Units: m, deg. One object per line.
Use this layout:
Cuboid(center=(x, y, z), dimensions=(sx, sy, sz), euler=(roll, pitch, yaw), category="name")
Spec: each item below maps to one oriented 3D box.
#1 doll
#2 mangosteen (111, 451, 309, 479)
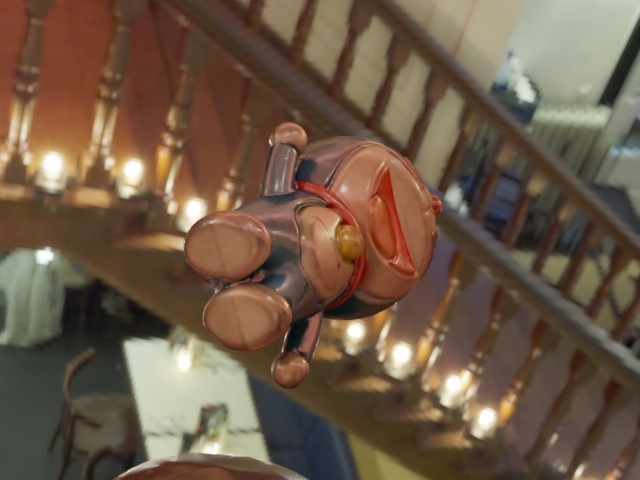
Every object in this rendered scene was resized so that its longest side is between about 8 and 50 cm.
Cuboid(center=(0.000, 0.000, 0.706), dimensions=(0.085, 0.114, 0.152), euler=(-7, 9, 34), category="doll")
Cuboid(center=(-0.084, 0.244, 0.804), dimensions=(0.289, 0.231, 0.231), euler=(-32, 59, -16), category="mangosteen")
